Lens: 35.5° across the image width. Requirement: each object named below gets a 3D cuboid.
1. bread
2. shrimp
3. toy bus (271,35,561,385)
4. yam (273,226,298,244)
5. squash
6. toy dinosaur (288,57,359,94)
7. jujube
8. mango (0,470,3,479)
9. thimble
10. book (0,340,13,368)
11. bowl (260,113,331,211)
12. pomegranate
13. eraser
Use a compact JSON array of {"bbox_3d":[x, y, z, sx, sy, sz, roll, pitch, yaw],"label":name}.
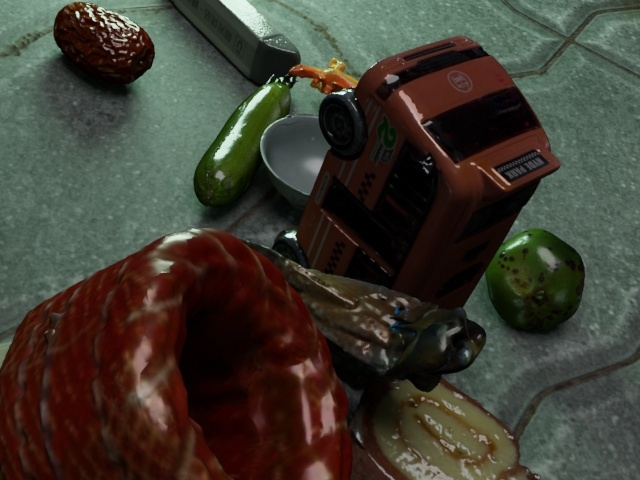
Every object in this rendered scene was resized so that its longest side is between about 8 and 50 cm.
[{"bbox_3d":[0.131,0.272,1.159,0.244,0.123,0.190,33,47,15],"label":"bread"},{"bbox_3d":[-0.002,0.077,1.146,0.446,0.221,0.110,9,52,45],"label":"shrimp"},{"bbox_3d":[0.104,-0.025,1.230,0.203,0.426,0.233,-25,61,-36],"label":"toy bus"},{"bbox_3d":[0.000,0.000,1.438,0.132,0.054,0.054,-12,51,-30],"label":"yam"},{"bbox_3d":[-0.112,-0.158,1.533,0.087,0.087,0.331,22,46,4],"label":"squash"},{"bbox_3d":[0.079,-0.236,1.688,0.288,0.070,0.117,16,36,-23],"label":"toy dinosaur"},{"bbox_3d":[-0.351,-0.316,1.604,0.176,0.109,0.112,29,7,22],"label":"jujube"},{"bbox_3d":[-0.288,0.272,1.016,0.139,0.113,0.253,-29,60,-7],"label":"mango"},{"bbox_3d":[-0.137,0.174,0.976,0.350,0.231,0.350,40,36,-38],"label":"thimble"},{"bbox_3d":[-0.260,0.165,1.204,0.232,0.022,0.162,-13,50,-29],"label":"book"},{"bbox_3d":[-0.008,-0.099,1.511,0.189,0.086,0.189,11,45,-11],"label":"bowl"},{"bbox_3d":[0.312,0.038,1.455,0.143,0.122,0.169,-3,43,19],"label":"pomegranate"},{"bbox_3d":[-0.163,-0.386,1.744,0.061,0.089,0.352,-20,55,-38],"label":"eraser"}]
